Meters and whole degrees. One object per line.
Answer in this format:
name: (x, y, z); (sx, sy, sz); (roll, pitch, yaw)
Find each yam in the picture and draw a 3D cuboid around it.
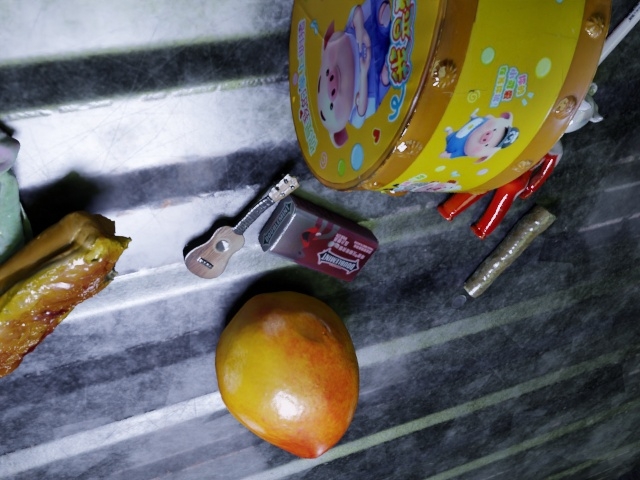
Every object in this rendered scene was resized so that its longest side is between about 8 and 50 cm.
yam: (0.454, 0.028, 1.255); (0.061, 0.061, 0.274); (24, 113, -35)

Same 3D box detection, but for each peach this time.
peach: (-0.053, 0.264, 1.049); (0.288, 0.308, 0.289); (-26, 142, -23)

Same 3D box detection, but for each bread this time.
bread: (-0.460, 0.100, 0.847); (0.380, 0.109, 0.185); (-38, 166, 6)

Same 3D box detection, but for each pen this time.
pen: (0.597, -0.420, 1.011); (0.026, 0.026, 0.218); (27, 110, -36)

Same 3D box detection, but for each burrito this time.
burrito: (-0.509, -0.054, 0.758); (0.143, 0.089, 0.229); (-4, 128, -26)

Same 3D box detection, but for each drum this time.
drum: (0.125, -0.268, 0.665); (0.214, 0.431, 0.432); (0, 124, -23)

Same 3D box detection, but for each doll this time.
doll: (0.421, -0.170, 1.080); (0.188, 0.099, 0.384); (25, 118, -37)

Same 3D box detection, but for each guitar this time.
guitar: (-0.145, -0.033, 0.960); (0.271, 0.038, 0.083); (-42, 130, 13)

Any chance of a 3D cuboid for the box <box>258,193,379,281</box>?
box: (0.000, 0.000, 1.032); (0.224, 0.069, 0.120); (23, 112, -36)
